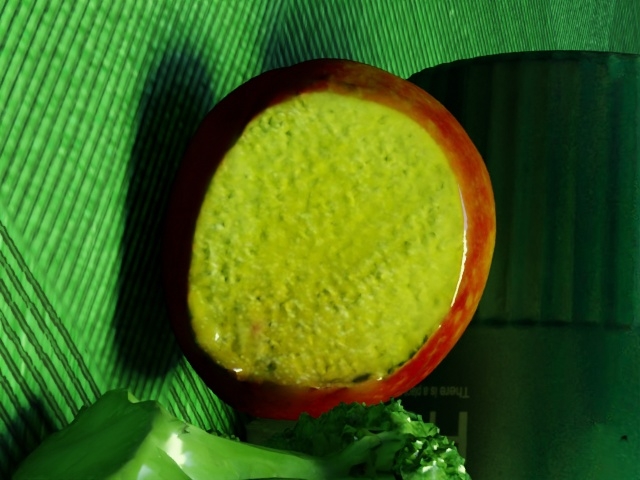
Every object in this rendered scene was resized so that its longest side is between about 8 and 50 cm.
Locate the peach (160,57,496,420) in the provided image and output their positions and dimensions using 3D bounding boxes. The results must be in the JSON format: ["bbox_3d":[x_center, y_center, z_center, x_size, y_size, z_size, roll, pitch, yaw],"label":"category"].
[{"bbox_3d":[0.000,0.000,1.049,0.192,0.190,0.190,-65,152,-58],"label":"peach"}]

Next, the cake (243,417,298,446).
[{"bbox_3d":[-0.032,0.171,1.230,0.121,0.065,0.052,-67,166,12],"label":"cake"}]

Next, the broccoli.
[{"bbox_3d":[-0.039,0.183,0.918,0.269,0.261,0.242,-45,113,-28],"label":"broccoli"}]

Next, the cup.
[{"bbox_3d":[0.149,0.047,1.224,0.308,0.242,0.292,140,-47,-81],"label":"cup"}]
